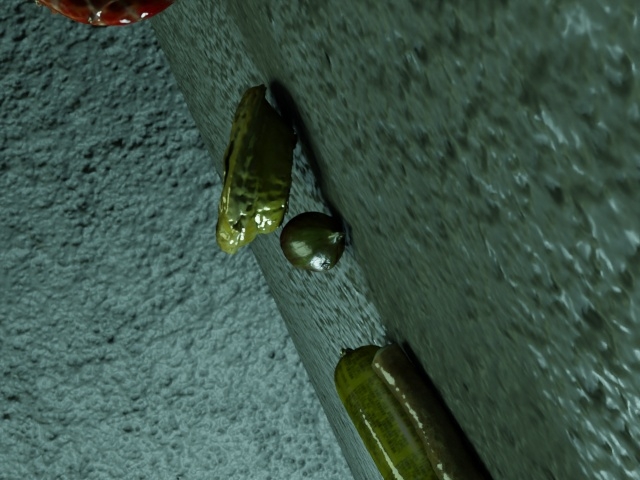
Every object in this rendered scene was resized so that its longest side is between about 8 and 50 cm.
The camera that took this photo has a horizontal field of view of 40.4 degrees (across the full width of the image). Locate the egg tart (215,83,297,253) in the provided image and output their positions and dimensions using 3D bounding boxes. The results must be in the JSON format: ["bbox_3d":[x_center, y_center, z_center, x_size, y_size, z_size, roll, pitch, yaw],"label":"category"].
[{"bbox_3d":[-0.104,-0.116,1.458,0.290,0.115,0.290,-170,90,-85],"label":"egg tart"}]

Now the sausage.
[{"bbox_3d":[0.128,0.305,1.403,0.347,0.123,0.123,58,168,31],"label":"sausage"}]

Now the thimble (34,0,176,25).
[{"bbox_3d":[-0.363,-0.510,1.368,0.350,0.350,0.230,69,170,-21],"label":"thimble"}]

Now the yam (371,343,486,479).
[{"bbox_3d":[0.167,0.280,1.310,0.299,0.066,0.066,59,168,31],"label":"yam"}]

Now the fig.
[{"bbox_3d":[0.000,0.000,1.435,0.155,0.109,0.103,-12,81,53],"label":"fig"}]
